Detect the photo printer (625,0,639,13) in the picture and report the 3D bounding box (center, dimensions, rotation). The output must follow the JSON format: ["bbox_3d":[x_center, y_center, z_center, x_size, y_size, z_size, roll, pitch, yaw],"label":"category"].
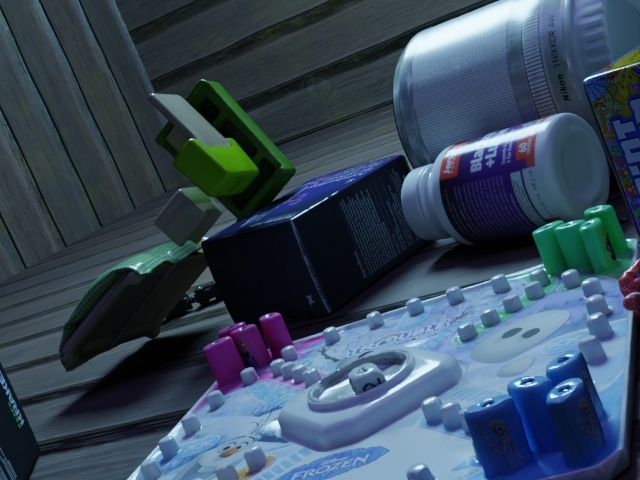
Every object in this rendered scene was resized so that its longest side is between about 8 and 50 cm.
[{"bbox_3d":[0.419,-0.221,0.918,0.256,0.307,0.107,-22,40,54],"label":"photo printer"}]

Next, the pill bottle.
[{"bbox_3d":[0.178,-0.054,1.084,0.193,0.108,0.108,-14,14,44],"label":"pill bottle"}]

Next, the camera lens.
[{"bbox_3d":[0.235,-0.161,1.200,0.274,0.220,0.219,-15,13,39],"label":"camera lens"}]

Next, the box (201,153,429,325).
[{"bbox_3d":[0.000,0.000,1.202,0.153,0.108,0.207,-13,14,43],"label":"box"}]

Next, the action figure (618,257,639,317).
[{"bbox_3d":[0.231,0.024,0.738,0.030,0.038,0.115,-31,-2,43],"label":"action figure"}]

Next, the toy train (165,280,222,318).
[{"bbox_3d":[-0.194,0.086,1.421,0.158,0.027,0.036,-21,6,9],"label":"toy train"}]

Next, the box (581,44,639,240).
[{"bbox_3d":[0.376,-0.101,0.682,0.290,0.177,0.279,-32,13,-39],"label":"box"}]

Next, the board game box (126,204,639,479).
[{"bbox_3d":[0.028,0.099,0.781,0.389,0.050,0.390,-19,11,22],"label":"board game box"}]

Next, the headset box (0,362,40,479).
[{"bbox_3d":[-0.355,0.136,0.876,0.131,0.246,0.283,-24,9,-3],"label":"headset box"}]

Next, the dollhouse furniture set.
[{"bbox_3d":[-0.201,-0.022,1.232,0.301,0.151,0.197,-49,-13,20],"label":"dollhouse furniture set"}]
